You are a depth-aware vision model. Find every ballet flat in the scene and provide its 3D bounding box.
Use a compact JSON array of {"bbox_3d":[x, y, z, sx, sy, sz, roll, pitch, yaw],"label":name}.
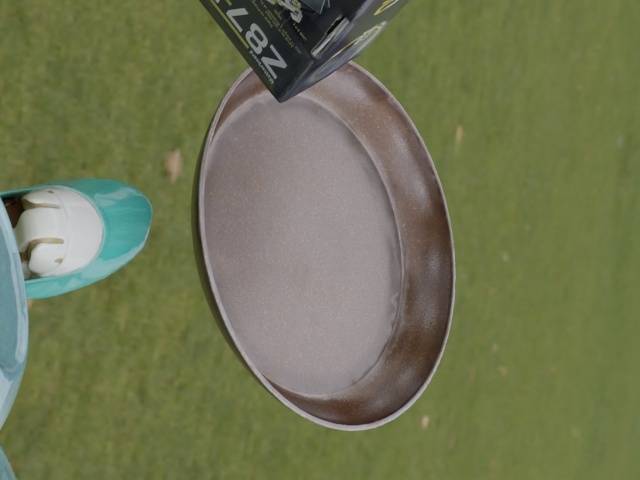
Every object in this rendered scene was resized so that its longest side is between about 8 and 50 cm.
[{"bbox_3d":[-0.229,0.003,0.965,0.087,0.247,0.083,157,-78,-70],"label":"ballet flat"}]

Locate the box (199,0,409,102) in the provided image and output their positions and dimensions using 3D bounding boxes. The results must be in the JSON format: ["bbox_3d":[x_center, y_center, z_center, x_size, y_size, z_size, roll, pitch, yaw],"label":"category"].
[{"bbox_3d":[-0.059,-0.312,0.804,0.097,0.395,0.318,-36,177,-32],"label":"box"}]

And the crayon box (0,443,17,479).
[{"bbox_3d":[-0.138,0.218,0.475,0.278,0.165,0.081,68,-15,-6],"label":"crayon box"}]

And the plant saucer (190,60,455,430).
[{"bbox_3d":[0.000,0.000,1.112,0.311,0.050,0.310,17,67,-47],"label":"plant saucer"}]

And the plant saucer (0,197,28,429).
[{"bbox_3d":[-0.180,0.019,0.688,0.195,0.038,0.194,-11,90,-87],"label":"plant saucer"}]
